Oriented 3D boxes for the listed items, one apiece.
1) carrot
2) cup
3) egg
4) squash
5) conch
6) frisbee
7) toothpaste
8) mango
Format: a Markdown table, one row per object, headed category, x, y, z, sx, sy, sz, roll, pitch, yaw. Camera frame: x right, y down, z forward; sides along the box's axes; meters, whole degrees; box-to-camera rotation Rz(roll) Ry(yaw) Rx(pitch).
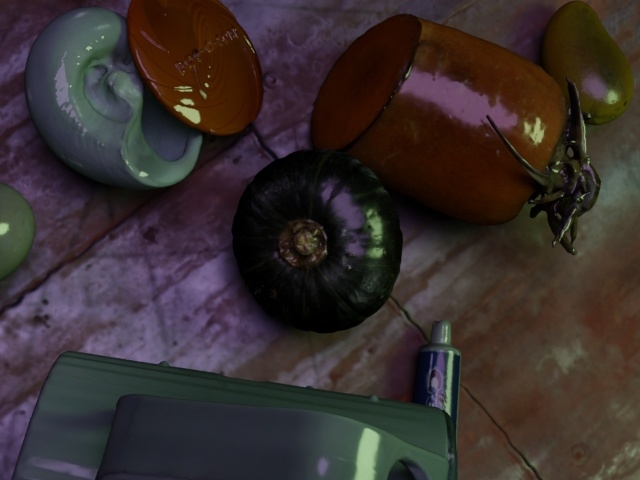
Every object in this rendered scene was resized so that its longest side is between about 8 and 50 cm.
| category | x | y | z | sx | sy | sz | roll | pitch | yaw |
| --- | --- | --- | --- | --- | --- | --- | --- | --- | --- |
| carrot | 0.169 | -0.123 | 1.419 | 0.331 | 0.214 | 0.193 | 26 | 70 | -7 |
| cup | -0.070 | 0.237 | 1.170 | 0.392 | 0.401 | 0.310 | 14 | 32 | -3 |
| egg | -0.365 | -0.002 | 1.310 | 0.152 | 0.114 | 0.114 | -25 | 80 | -17 |
| squash | -0.001 | 0.001 | 1.364 | 0.193 | 0.156 | 0.193 | -7 | 75 | 30 |
| conch | -0.221 | -0.145 | 1.384 | 0.184 | 0.121 | 0.221 | -17 | 77 | -23 |
| frisbee | -0.129 | -0.207 | 1.419 | 0.192 | 0.035 | 0.192 | 27 | 50 | -37 |
| toothpaste | 0.121 | 0.217 | 1.389 | 0.069 | 0.047 | 0.268 | 12 | 74 | -22 |
| mango | 0.318 | -0.214 | 1.550 | 0.103 | 0.076 | 0.161 | -9 | 72 | -10 |
